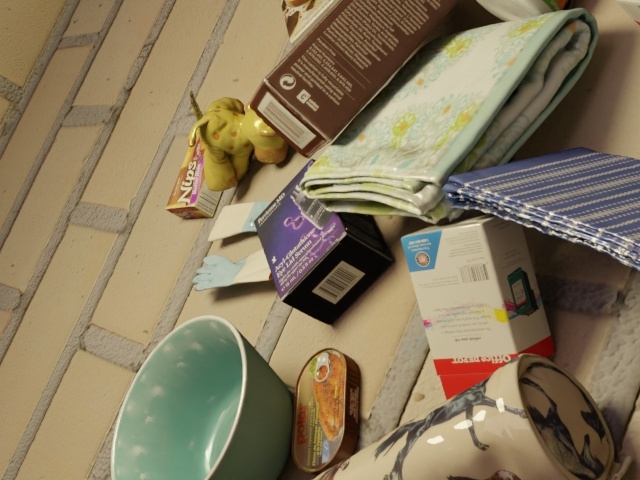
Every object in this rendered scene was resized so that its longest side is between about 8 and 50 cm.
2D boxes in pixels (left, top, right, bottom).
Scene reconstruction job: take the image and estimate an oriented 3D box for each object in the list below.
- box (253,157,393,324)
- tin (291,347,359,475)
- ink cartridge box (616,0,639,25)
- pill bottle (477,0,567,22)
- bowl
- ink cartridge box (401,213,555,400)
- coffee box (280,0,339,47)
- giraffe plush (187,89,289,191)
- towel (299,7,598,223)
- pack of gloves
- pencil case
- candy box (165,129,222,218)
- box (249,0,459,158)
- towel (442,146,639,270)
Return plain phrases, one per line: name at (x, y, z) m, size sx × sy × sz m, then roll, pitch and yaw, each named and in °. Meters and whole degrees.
box at (0.000, 0.000, 1.615) m, size 0.153 × 0.108 × 0.207 m, roll -47°, pitch 37°, yaw 18°
tin at (0.008, 0.245, 1.489) m, size 0.106 × 0.040 × 0.189 m, roll -23°, pitch 48°, yaw 35°
ink cartridge box at (0.448, -0.286, 1.276) m, size 0.056 × 0.099 × 0.135 m, roll -59°, pitch 36°, yaw -1°
pill bottle at (0.331, -0.439, 1.499) m, size 0.136 × 0.136 × 0.245 m, roll 28°, pitch 88°, yaw 55°
bowl at (-0.155, 0.283, 1.551) m, size 0.312 × 0.163 × 0.311 m, roll -31°, pitch 44°, yaw 36°
ink cartridge box at (0.198, 0.089, 1.273) m, size 0.134 × 0.078 × 0.231 m, roll -11°, pitch 96°, yaw 47°
coffee box at (0.017, -0.474, 1.930) m, size 0.168 × 0.119 × 0.297 m, roll -42°, pitch 39°, yaw 25°
giraffe plush at (-0.126, -0.196, 1.889) m, size 0.171 × 0.210 × 0.181 m, roll -1°, pitch 57°, yaw 18°
towel at (0.169, -0.177, 1.447) m, size 0.374 × 0.090 × 0.321 m, roll -47°, pitch 27°, yaw -19°
pack of gloves at (-0.120, 0.011, 1.831) m, size 0.232 × 0.046 × 0.195 m, roll -10°, pitch 46°, yaw 44°
pencil case at (0.138, 0.291, 1.188) m, size 0.410 × 0.183 × 0.160 m, roll -37°, pitch 9°, yaw 28°
candy box at (-0.228, -0.136, 2.047) m, size 0.109 × 0.053 × 0.186 m, roll -1°, pitch 63°, yaw 51°
box at (0.072, -0.313, 1.598) m, size 0.381 × 0.143 × 0.191 m, roll -49°, pitch 6°, yaw -9°
towel at (0.327, -0.042, 1.171) m, size 0.336 × 0.243 × 0.040 m, roll 27°, pitch 126°, yaw 55°
